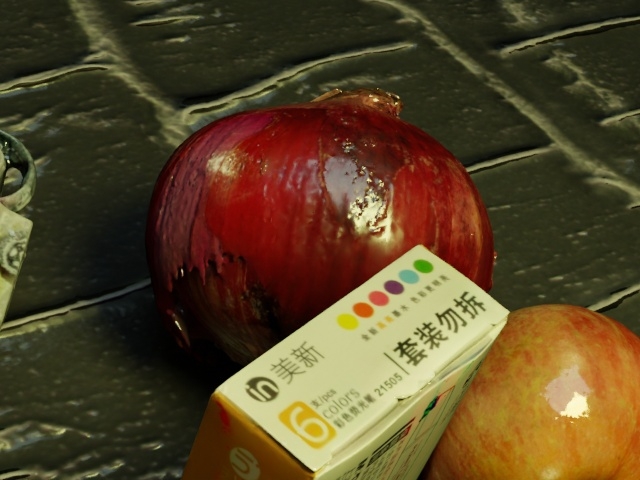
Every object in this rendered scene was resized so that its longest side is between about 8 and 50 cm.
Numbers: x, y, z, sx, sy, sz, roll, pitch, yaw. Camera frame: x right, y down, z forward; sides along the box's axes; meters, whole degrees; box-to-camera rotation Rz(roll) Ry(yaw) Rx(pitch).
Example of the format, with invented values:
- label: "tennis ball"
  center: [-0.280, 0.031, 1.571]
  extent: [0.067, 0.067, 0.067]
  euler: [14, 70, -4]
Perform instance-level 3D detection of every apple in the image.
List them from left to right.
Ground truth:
- label: "apple"
  center: [0.171, 0.155, 1.187]
  extent: [0.210, 0.209, 0.164]
  euler: [4, 34, -14]

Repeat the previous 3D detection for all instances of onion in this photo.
- label: "onion"
  center: [0.000, 0.000, 1.254]
  extent: [0.276, 0.276, 0.276]
  euler: [10, 41, -9]

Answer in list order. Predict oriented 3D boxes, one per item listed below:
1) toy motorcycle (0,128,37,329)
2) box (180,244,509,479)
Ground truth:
- label: "toy motorcycle"
  center: [-0.340, 0.020, 1.236]
  extent: [0.223, 0.108, 0.340]
  euler: [16, 47, -11]
- label: "box"
  center: [-0.003, 0.154, 1.076]
  extent: [0.091, 0.273, 0.221]
  euler: [39, 43, 17]
